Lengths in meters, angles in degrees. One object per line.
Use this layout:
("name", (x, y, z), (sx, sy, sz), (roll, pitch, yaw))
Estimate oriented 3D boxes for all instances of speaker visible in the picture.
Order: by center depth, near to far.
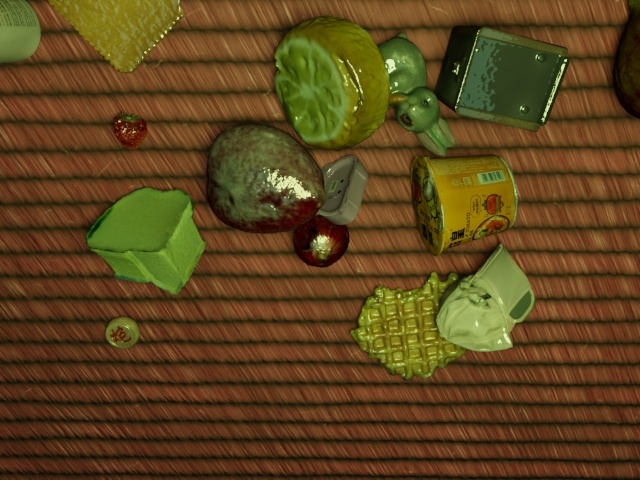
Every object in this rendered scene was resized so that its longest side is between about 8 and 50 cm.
("speaker", (0.330, -0.315, 1.085), (0.193, 0.231, 0.153), (12, 111, -3))

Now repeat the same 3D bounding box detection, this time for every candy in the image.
("candy", (0.016, -0.302, 1.102), (0.260, 0.118, 0.259), (29, 138, 30))

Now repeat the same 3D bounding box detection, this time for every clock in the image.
("clock", (0.039, -0.105, 1.233), (0.110, 0.152, 0.050), (-5, 147, 42))

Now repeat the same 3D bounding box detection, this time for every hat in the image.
("hat", (0.368, 0.121, 1.304), (0.164, 0.226, 0.219), (-17, 123, 43))

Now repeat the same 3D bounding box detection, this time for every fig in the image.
("fig", (0.657, -0.395, 1.094), (0.217, 0.217, 0.320), (-18, 83, 8))

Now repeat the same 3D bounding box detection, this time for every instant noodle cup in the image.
("instant noodle cup", (0.300, -0.087, 1.199), (0.172, 0.215, 0.215), (-11, 111, -4))

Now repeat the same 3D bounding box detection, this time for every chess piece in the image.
("chess piece", (-0.496, 0.230, 1.425), (0.084, 0.038, 0.083), (1, 111, 3))

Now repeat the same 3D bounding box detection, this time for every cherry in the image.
("cherry", (-0.116, -0.122, 1.179), (0.300, 0.203, 0.230), (20, 109, 21))

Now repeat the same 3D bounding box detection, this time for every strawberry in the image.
("strawberry", (-0.411, -0.232, 1.228), (0.074, 0.073, 0.083), (10, 124, -2))

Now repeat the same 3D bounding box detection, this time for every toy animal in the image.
("toy animal", (0.182, -0.281, 1.124), (0.251, 0.125, 0.127), (53, 136, 8))

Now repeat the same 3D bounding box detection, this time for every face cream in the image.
("face cream", (-0.658, -0.380, 1.011), (0.146, 0.369, 0.145), (1, 111, 2))

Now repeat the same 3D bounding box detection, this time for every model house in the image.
("model house", (-0.378, 0.012, 1.287), (0.214, 0.195, 0.189), (1, 137, 16))

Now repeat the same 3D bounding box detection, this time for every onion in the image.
("onion", (0.000, 0.000, 1.281), (0.131, 0.131, 0.131), (0, 111, 1))

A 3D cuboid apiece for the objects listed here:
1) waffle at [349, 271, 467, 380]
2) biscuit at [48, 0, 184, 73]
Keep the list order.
("waffle", (0.232, 0.206, 1.387), (0.301, 0.058, 0.281), (-32, 108, 11))
("biscuit", (-0.411, -0.495, 1.152), (0.232, 0.013, 0.237), (-40, 106, 15))
